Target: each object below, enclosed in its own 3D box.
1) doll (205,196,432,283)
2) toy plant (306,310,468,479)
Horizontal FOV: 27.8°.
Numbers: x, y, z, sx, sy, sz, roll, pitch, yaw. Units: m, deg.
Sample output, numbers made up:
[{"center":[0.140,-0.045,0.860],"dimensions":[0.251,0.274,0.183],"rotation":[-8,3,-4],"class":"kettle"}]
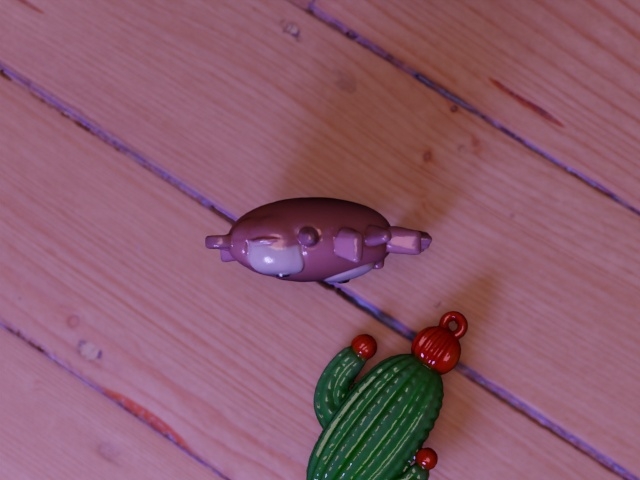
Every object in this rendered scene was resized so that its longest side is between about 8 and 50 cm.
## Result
[{"center":[0.000,0.000,1.384],"dimensions":[0.262,0.211,0.093],"rotation":[1,87,-36],"class":"doll"},{"center":[0.065,0.183,1.421],"dimensions":[0.155,0.088,0.240],"rotation":[9,79,21],"class":"toy plant"}]
